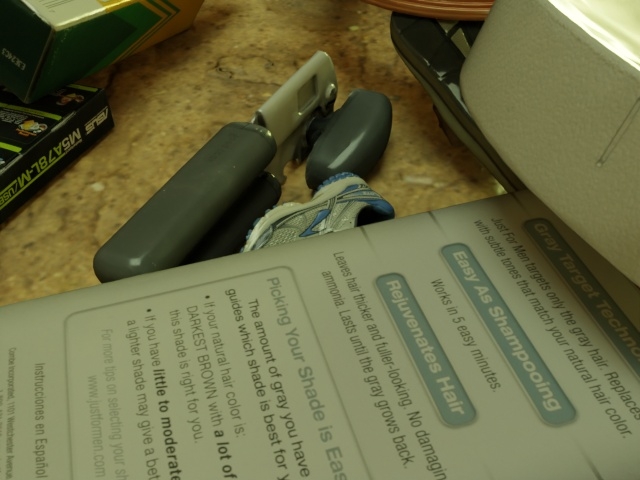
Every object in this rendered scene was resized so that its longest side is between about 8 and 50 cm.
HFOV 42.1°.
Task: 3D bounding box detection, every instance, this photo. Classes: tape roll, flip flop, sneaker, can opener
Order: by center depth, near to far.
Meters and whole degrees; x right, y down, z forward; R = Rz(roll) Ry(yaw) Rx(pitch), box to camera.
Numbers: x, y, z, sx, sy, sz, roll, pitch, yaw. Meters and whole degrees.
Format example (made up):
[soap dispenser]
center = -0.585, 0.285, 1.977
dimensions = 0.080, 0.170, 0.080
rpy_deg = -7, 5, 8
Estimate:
[tape roll]
center = 0.262, -0.037, 0.440
dimensions = 0.391, 0.072, 0.392
rpy_deg = 18, 31, -11
[sneaker]
center = 0.000, 0.000, 0.554
dimensions = 0.058, 0.052, 0.135
rpy_deg = 30, 51, 29
[can opener]
center = -0.036, -0.040, 0.585
dimensions = 0.095, 0.076, 0.283
rpy_deg = 15, 44, 22
[flip flop]
center = 0.136, -0.105, 0.655
dimensions = 0.112, 0.080, 0.277
rpy_deg = -18, 57, -16

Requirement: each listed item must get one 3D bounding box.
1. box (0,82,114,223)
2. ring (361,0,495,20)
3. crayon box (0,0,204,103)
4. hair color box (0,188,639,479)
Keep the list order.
[box]
center = -0.300, -0.080, 0.680
dimensions = 0.190, 0.045, 0.184
rpy_deg = 12, 40, 20
[ring]
center = 0.143, -0.303, 0.753
dimensions = 0.336, 0.032, 0.337
rpy_deg = -3, 46, 3
[crayon box]
center = -0.233, -0.261, 0.762
dimensions = 0.203, 0.083, 0.323
rpy_deg = 38, 35, 1
[hair color box]
center = 0.023, 0.092, 0.392
dimensions = 0.374, 0.114, 0.185
rpy_deg = -13, 40, -10
